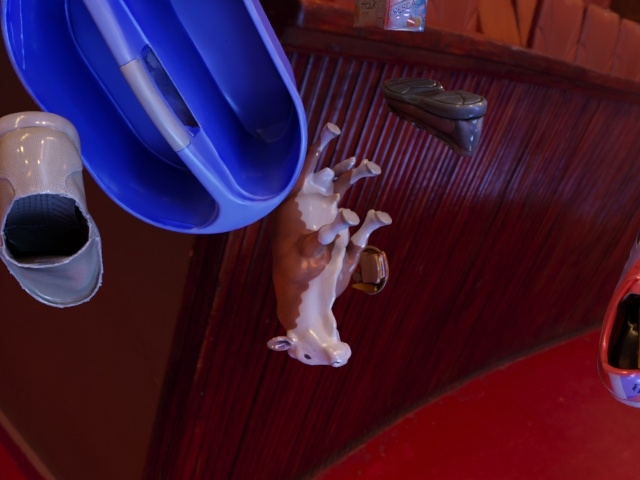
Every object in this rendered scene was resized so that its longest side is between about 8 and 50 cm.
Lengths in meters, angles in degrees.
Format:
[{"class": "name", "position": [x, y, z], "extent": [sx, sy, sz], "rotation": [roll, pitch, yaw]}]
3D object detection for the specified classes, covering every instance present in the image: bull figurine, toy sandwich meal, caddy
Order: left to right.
[{"class": "caddy", "position": [-0.157, -0.165, 0.590], "extent": [0.241, 0.341, 0.179], "rotation": [-23, 30, 11]}, {"class": "bull figurine", "position": [0.000, 0.000, 0.706], "extent": [0.101, 0.188, 0.310], "rotation": [21, 37, -29]}, {"class": "toy sandwich meal", "position": [0.075, 0.047, 0.887], "extent": [0.029, 0.085, 0.085], "rotation": [-2, 33, -38]}]

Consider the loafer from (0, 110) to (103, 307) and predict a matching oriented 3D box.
[{"class": "loafer", "position": [-0.278, -0.003, 0.569], "extent": [0.102, 0.268, 0.092], "rotation": [-5, 53, -17]}]

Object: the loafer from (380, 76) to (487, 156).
[{"class": "loafer", "position": [0.167, -0.202, 0.896], "extent": [0.096, 0.084, 0.267], "rotation": [-13, 26, -13]}]

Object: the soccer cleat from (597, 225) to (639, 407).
[{"class": "soccer cleat", "position": [0.433, 0.051, 0.714], "extent": [0.109, 0.318, 0.116], "rotation": [15, -15, 43]}]

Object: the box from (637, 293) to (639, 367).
[{"class": "box", "position": [0.354, 0.060, 0.570], "extent": [0.054, 0.169, 0.059], "rotation": [1, 42, 29]}]

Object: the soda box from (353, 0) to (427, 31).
[{"class": "soda box", "position": [0.102, -0.353, 0.860], "extent": [0.063, 0.058, 0.183], "rotation": [-1, 22, -12]}]
